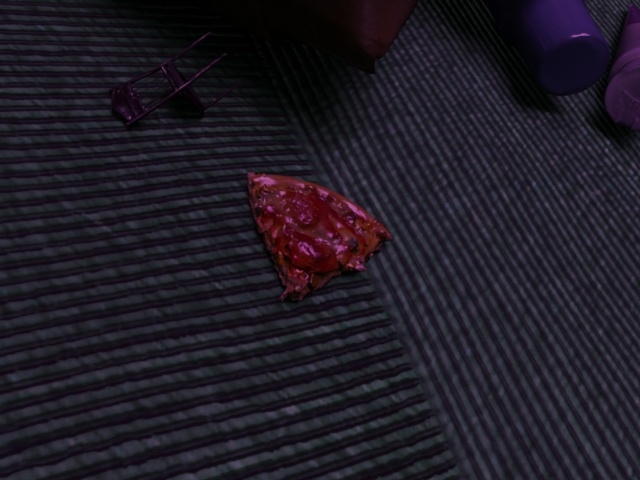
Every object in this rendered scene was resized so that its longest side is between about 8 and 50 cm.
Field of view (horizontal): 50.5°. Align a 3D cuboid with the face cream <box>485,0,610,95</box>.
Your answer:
[{"bbox_3d":[0.212,-0.301,0.742,0.135,0.086,0.385,12,46,-21],"label":"face cream"}]

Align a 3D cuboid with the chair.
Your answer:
[{"bbox_3d":[-0.100,-0.106,0.475,0.086,0.042,0.037,-31,67,-1],"label":"chair"}]

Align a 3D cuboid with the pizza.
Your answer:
[{"bbox_3d":[0.007,-0.009,0.452,0.099,0.029,0.100,-1,56,-27],"label":"pizza"}]

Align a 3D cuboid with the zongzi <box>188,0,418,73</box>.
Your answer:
[{"bbox_3d":[-0.091,-0.327,0.581,0.447,0.181,0.418,28,31,4],"label":"zongzi"}]

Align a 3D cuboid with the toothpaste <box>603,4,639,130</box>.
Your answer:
[{"bbox_3d":[0.372,-0.201,0.754,0.114,0.073,0.299,39,40,6],"label":"toothpaste"}]
